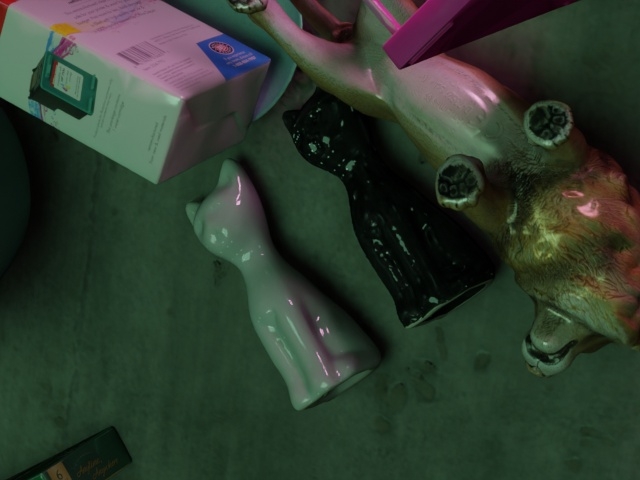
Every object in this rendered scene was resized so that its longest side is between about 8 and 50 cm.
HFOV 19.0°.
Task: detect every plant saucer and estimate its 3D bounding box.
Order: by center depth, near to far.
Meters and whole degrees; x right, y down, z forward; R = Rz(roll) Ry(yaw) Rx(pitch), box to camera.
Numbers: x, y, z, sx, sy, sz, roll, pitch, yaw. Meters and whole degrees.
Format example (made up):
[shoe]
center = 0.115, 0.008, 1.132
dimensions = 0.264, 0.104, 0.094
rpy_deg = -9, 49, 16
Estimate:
[plant saucer]
center = -0.092, -0.183, 1.507
dimensions = 0.195, 0.037, 0.195
rpy_deg = 10, 113, 26

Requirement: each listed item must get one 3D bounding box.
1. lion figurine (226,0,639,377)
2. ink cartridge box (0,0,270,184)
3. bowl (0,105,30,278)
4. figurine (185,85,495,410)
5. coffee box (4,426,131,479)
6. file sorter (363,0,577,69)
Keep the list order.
[lion figurine]
center = 0.096, -0.084, 1.374
dimensions = 0.142, 0.240, 0.392
rpy_deg = -39, 68, 6
[ink cartridge box]
center = -0.173, -0.143, 1.464
dimensions = 0.231, 0.134, 0.078
rpy_deg = 29, 119, 18
[bowl]
center = -0.371, -0.044, 1.635
dimensions = 0.311, 0.163, 0.311
rpy_deg = 10, 112, 26
[figurine]
center = 0.000, 0.000, 1.501
dimensions = 0.215, 0.092, 0.209
rpy_deg = -40, 78, 34
[coffee box]
center = -0.268, 0.232, 1.706
dimensions = 0.184, 0.113, 0.040
rpy_deg = -28, 91, 32
[file sorter]
center = 0.125, -0.263, 1.213
dimensions = 0.182, 0.291, 0.202
rpy_deg = 51, 123, 8
